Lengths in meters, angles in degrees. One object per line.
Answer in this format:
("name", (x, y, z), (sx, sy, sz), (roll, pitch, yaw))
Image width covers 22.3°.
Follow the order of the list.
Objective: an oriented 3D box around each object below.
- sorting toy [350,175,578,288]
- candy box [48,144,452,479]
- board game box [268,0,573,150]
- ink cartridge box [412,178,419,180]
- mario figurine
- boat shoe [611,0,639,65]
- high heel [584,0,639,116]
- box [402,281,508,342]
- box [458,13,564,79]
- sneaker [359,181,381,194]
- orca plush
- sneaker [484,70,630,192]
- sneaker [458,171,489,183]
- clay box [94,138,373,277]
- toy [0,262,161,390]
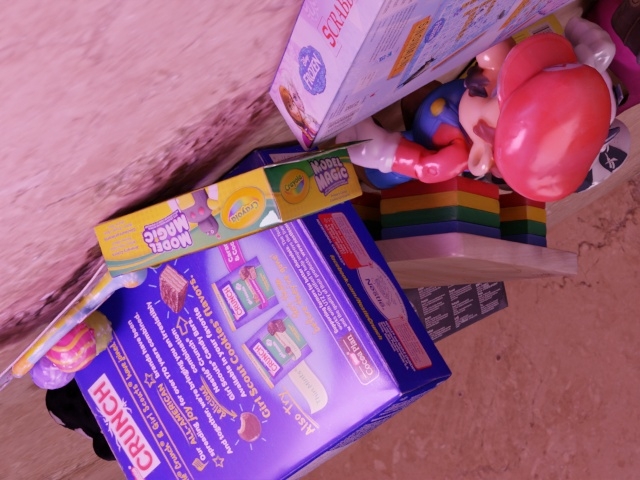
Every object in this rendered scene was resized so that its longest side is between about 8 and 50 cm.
("sorting toy", (0.100, -0.007, 1.711), (0.255, 0.089, 0.257), (-6, 172, 35))
("candy box", (-0.076, 0.105, 1.557), (0.317, 0.268, 0.122), (-37, 166, 27))
("board game box", (0.128, -0.212, 1.200), (0.318, 0.066, 0.319), (-30, 172, -16))
("ink cartridge box", (0.063, -0.009, 1.971), (0.181, 0.104, 0.061), (-30, 172, -12))
("mario figurine", (0.136, -0.132, 1.460), (0.320, 0.170, 0.198), (-3, -120, 61))
("boat shoe", (0.406, -0.304, 1.518), (0.355, 0.130, 0.132), (-51, 163, -2))
("high heel", (0.297, -0.181, 1.833), (0.181, 0.127, 0.377), (-27, 168, 7))
("box", (0.014, 0.109, 2.112), (0.318, 0.097, 0.395), (-7, -172, 36))
("box", (0.182, -0.155, 1.740), (0.087, 0.058, 0.232), (-27, 169, -30))
("sneaker", (0.000, 0.001, 1.842), (0.270, 0.090, 0.145), (-46, 154, -15))
("orca plush", (-0.241, 0.167, 1.791), (0.102, 0.151, 0.287), (18, 175, -35))
("sneaker", (0.292, -0.124, 1.744), (0.235, 0.094, 0.153), (-1, 156, -40))
("sneaker", (0.167, -0.101, 1.913), (0.071, 0.068, 0.170), (-46, -160, -1))
("clay box", (-0.067, -0.029, 1.366), (0.222, 0.053, 0.127), (-16, -177, 35))
("toy", (-0.224, 0.085, 1.508), (0.237, 0.056, 0.137), (-48, 178, 28))
